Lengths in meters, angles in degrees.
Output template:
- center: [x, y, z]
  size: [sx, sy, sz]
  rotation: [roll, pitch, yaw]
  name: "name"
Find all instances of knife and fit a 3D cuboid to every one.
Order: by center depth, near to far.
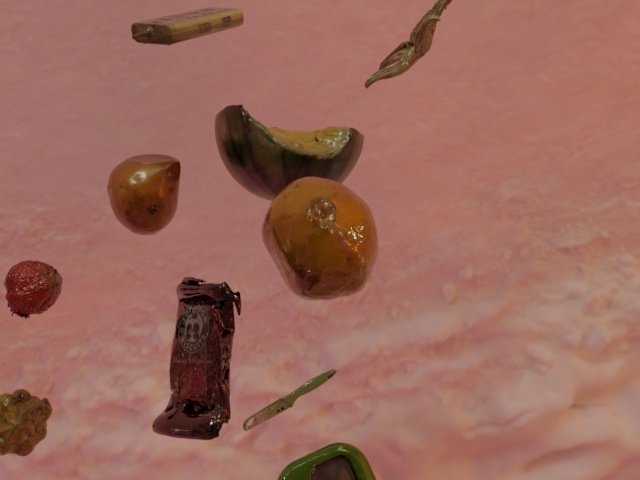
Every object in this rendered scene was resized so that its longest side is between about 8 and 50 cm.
- center: [-0.057, 0.303, 1.118]
  size: [0.207, 0.014, 0.030]
  rotation: [-29, 111, -8]
  name: "knife"

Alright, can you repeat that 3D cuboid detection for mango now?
- center: [-0.377, -0.095, 1.228]
  size: [0.136, 0.236, 0.167]
  rotation: [-2, 105, -26]
  name: "mango"

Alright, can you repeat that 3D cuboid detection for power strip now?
- center: [-0.248, -0.393, 1.073]
  size: [0.092, 0.268, 0.034]
  rotation: [13, 122, 25]
  name: "power strip"

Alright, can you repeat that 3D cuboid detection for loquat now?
- center: [0.000, 0.000, 0.920]
  size: [0.175, 0.187, 0.234]
  rotation: [-13, 153, -6]
  name: "loquat"

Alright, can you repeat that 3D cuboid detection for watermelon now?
- center: [-0.081, -0.172, 1.291]
  size: [0.330, 0.331, 0.190]
  rotation: [13, 85, -17]
  name: "watermelon"

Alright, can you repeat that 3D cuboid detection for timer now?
- center: [0.015, 0.334, 0.735]
  size: [0.128, 0.047, 0.140]
  rotation: [-20, 72, -16]
  name: "timer"

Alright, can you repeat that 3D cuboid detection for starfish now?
- center: [0.144, -0.309, 0.921]
  size: [0.223, 0.217, 0.050]
  rotation: [-45, 105, -16]
  name: "starfish"

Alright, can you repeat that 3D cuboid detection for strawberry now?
- center: [-0.495, 0.079, 1.019]
  size: [0.106, 0.106, 0.106]
  rotation: [-4, 111, -11]
  name: "strawberry"

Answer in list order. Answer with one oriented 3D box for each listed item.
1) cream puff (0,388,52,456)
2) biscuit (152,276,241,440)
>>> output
- center: [-0.620, 0.367, 1.214]
  size: [0.116, 0.146, 0.146]
  rotation: [-39, 114, 22]
  name: "cream puff"
- center: [-0.179, 0.169, 0.860]
  size: [0.063, 0.151, 0.236]
  rotation: [13, 76, -50]
  name: "biscuit"
